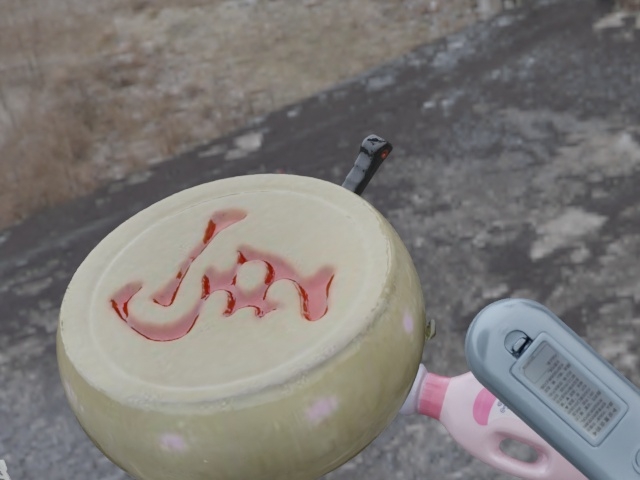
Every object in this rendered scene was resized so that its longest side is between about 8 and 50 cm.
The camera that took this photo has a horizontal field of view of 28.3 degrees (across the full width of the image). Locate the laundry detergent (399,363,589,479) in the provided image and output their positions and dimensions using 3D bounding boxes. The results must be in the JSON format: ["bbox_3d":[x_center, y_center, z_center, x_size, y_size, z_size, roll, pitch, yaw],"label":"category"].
[{"bbox_3d":[0.274,0.264,1.892,0.335,0.159,0.088,15,-6,12],"label":"laundry detergent"}]

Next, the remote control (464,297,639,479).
[{"bbox_3d":[0.226,0.143,1.076,0.087,0.244,0.047,-49,0,-9],"label":"remote control"}]

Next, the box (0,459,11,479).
[{"bbox_3d":[-0.472,0.444,1.630,0.091,0.274,0.220,14,30,-49],"label":"box"}]

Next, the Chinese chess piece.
[{"bbox_3d":[-0.057,0.062,0.921,0.273,0.102,0.273,-8,38,7],"label":"Chinese chess piece"}]

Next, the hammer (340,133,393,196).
[{"bbox_3d":[0.000,0.000,1.495,0.033,0.111,0.287,27,84,37],"label":"hammer"}]
